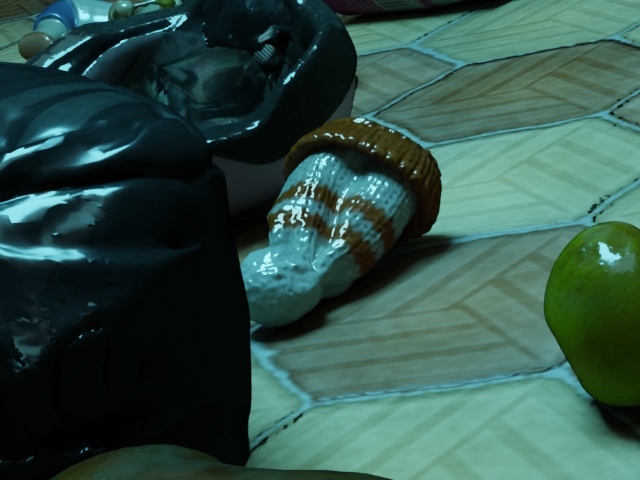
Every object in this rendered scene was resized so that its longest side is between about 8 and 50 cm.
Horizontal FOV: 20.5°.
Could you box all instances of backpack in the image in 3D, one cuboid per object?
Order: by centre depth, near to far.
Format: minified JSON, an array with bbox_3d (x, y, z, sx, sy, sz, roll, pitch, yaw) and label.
[{"bbox_3d":[-0.268,0.053,0.856,0.445,0.255,0.363,-8,15,-27],"label":"backpack"}]

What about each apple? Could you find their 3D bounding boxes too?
[{"bbox_3d":[0.147,0.034,0.845,0.074,0.089,0.089,-32,18,5],"label":"apple"}]

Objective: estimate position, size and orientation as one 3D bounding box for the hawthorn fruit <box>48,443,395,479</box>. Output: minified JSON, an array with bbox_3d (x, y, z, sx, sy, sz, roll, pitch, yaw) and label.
[{"bbox_3d":[-0.041,0.174,0.461,0.199,0.199,0.251,-3,34,29],"label":"hawthorn fruit"}]

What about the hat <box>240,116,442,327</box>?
[{"bbox_3d":[0.000,0.000,1.096,0.112,0.093,0.162,-12,34,39],"label":"hat"}]

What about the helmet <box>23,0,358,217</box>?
[{"bbox_3d":[-0.088,-0.085,1.279,0.253,0.154,0.198,-33,40,-1],"label":"helmet"}]

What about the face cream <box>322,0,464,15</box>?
[{"bbox_3d":[0.095,-0.319,1.773,0.195,0.175,0.175,-1,23,35],"label":"face cream"}]

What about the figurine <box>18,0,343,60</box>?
[{"bbox_3d":[-0.116,-0.165,1.550,0.275,0.161,0.158,-15,59,5],"label":"figurine"}]
